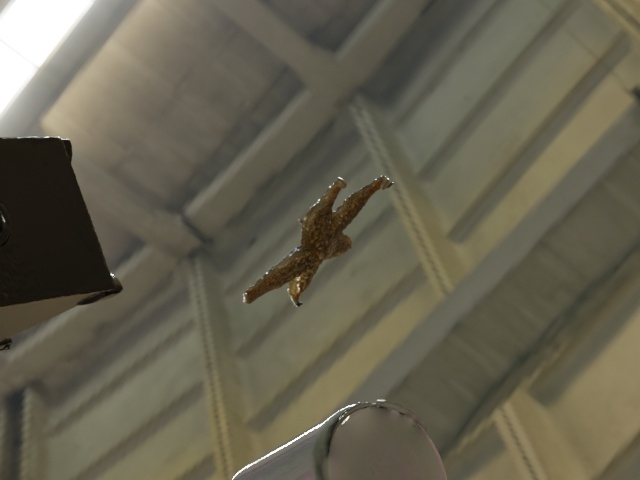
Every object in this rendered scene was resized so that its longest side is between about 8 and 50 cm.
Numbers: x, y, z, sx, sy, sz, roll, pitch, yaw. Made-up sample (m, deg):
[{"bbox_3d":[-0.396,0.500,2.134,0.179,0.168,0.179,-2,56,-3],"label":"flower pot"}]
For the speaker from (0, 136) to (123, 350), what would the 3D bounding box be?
[{"bbox_3d":[-0.366,0.013,1.399,0.232,0.184,0.254,-25,172,30],"label":"speaker"}]

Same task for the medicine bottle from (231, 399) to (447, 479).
[{"bbox_3d":[-0.009,0.377,1.949,0.378,0.213,0.214,-36,-152,47],"label":"medicine bottle"}]

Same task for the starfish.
[{"bbox_3d":[-0.004,-0.004,1.850,0.295,0.048,0.231,-24,150,-54],"label":"starfish"}]
